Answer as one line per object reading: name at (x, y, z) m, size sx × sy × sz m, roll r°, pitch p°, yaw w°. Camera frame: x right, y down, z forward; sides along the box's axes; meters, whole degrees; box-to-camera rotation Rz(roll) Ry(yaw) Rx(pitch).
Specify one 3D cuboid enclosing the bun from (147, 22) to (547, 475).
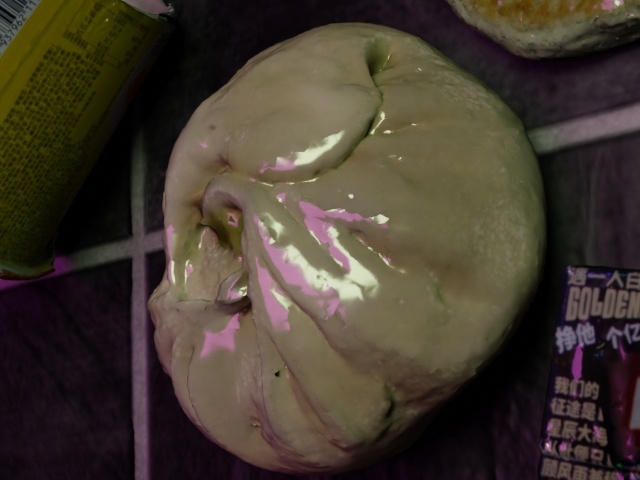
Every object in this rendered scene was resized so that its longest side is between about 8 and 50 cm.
bun at (0.000, 0.000, 0.828) m, size 0.259 × 0.160 × 0.259 m, roll -11°, pitch 72°, yaw 37°

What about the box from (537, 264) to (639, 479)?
box at (0.191, 0.172, 0.676) m, size 0.198 × 0.084 × 0.310 m, roll 4°, pitch 85°, yaw 42°

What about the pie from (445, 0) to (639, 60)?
pie at (0.144, -0.212, 0.815) m, size 0.240 × 0.054 × 0.240 m, roll -9°, pitch 76°, yaw 42°

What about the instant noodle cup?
instant noodle cup at (-0.235, -0.130, 1.008) m, size 0.200 × 0.264 × 0.264 m, roll -53°, pitch 52°, yaw 10°
